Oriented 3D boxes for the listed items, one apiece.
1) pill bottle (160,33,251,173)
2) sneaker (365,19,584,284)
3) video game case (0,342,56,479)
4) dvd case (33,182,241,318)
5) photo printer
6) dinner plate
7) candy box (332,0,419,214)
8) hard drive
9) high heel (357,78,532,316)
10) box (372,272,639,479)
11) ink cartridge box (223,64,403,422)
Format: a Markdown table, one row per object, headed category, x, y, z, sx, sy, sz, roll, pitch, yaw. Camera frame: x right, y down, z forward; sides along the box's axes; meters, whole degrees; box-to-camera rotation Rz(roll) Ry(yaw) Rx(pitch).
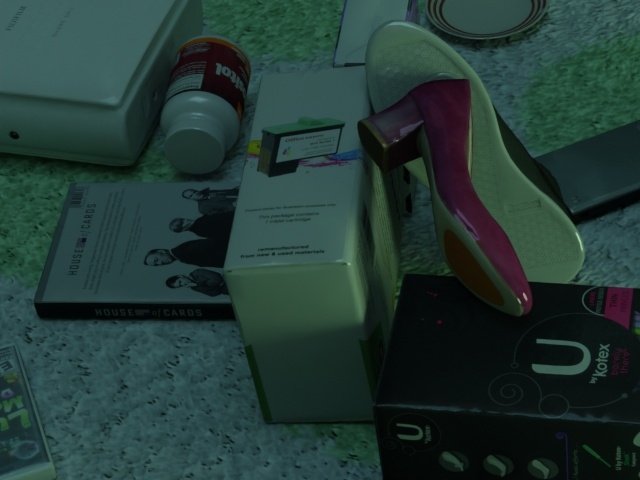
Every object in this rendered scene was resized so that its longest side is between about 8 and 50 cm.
| category | x | y | z | sx | sy | sz | roll | pitch | yaw |
| --- | --- | --- | --- | --- | --- | --- | --- | --- | --- |
| pill bottle | -0.124 | -0.144 | 2.005 | 0.086 | 0.086 | 0.152 | -1 | 44 | 8 |
| sneaker | 0.138 | -0.087 | 1.791 | 0.104 | 0.296 | 0.147 | -37 | 10 | 7 |
| video game case | -0.354 | 0.182 | 1.733 | 0.190 | 0.022 | 0.173 | -17 | 43 | -10 |
| dvd case | -0.153 | 0.008 | 1.887 | 0.239 | 0.029 | 0.179 | 0 | 43 | 9 |
| photo printer | -0.313 | -0.204 | 2.083 | 0.307 | 0.107 | 0.256 | 8 | 45 | 16 |
| dinner plate | 0.190 | -0.267 | 2.142 | 0.141 | 0.017 | 0.141 | -4 | 43 | 3 |
| candy box | 0.062 | -0.151 | 1.902 | 0.070 | 0.196 | 0.165 | 1 | 44 | 9 |
| hard drive | 0.292 | -0.071 | 1.909 | 0.135 | 0.022 | 0.094 | -20 | 44 | -13 |
| high heel | 0.141 | -0.043 | 1.632 | 0.117 | 0.082 | 0.244 | -26 | 54 | -17 |
| box | 0.193 | 0.138 | 1.608 | 0.270 | 0.143 | 0.165 | 3 | 43 | 12 |
| ink cartridge box | 0.000 | 0.000 | 1.743 | 0.117 | 0.201 | 0.278 | -3 | 42 | 11 |
